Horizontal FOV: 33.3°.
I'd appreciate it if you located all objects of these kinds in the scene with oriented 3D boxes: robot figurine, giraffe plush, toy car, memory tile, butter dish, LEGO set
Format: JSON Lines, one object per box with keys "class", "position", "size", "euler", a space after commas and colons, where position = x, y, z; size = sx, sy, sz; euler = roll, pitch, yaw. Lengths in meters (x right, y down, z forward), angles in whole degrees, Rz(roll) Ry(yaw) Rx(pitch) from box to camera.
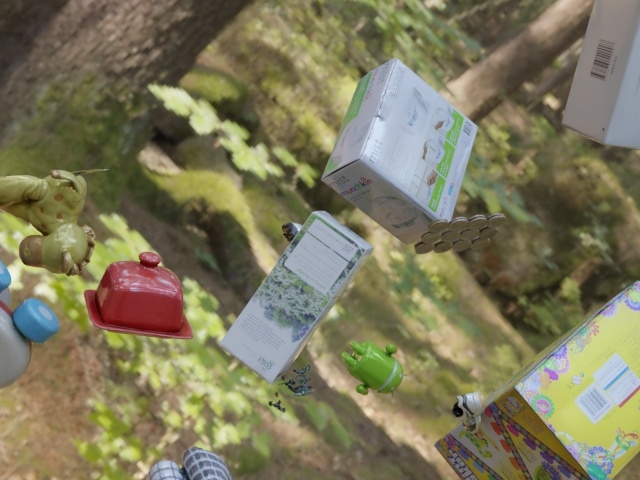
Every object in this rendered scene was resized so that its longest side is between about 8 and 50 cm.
{"class": "robot figurine", "position": [0.092, 0.216, 1.822], "size": [0.115, 0.101, 0.067], "euler": [36, -2, -13]}
{"class": "giraffe plush", "position": [-0.438, -0.022, 1.760], "size": [0.181, 0.210, 0.170], "euler": [-3, 87, -67]}
{"class": "toy car", "position": [-0.559, 0.123, 1.770], "size": [0.210, 0.219, 0.238], "euler": [47, 8, -16]}
{"class": "memory tile", "position": [0.245, -0.012, 1.889], "size": [0.113, 0.148, 0.012], "euler": [114, -33, -55]}
{"class": "butter dish", "position": [-0.274, 0.075, 1.654], "size": [0.160, 0.118, 0.160], "euler": [9, 15, -21]}
{"class": "LEGO set", "position": [-0.038, 0.212, 1.515], "size": [0.054, 0.083, 0.023], "euler": [40, -22, 42]}

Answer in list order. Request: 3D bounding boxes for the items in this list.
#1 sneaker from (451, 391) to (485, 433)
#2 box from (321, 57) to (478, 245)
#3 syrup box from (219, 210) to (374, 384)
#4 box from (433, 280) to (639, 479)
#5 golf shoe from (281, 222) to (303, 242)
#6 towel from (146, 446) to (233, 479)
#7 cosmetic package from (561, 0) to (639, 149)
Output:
{"class": "sneaker", "position": [0.178, 0.209, 1.309], "size": [0.083, 0.037, 0.031], "euler": [87, -3, -51]}
{"class": "box", "position": [0.155, -0.168, 2.024], "size": [0.231, 0.127, 0.261], "euler": [35, 55, -23]}
{"class": "syrup box", "position": [-0.033, 0.080, 1.517], "size": [0.093, 0.236, 0.096], "euler": [36, 7, 7]}
{"class": "box", "position": [0.367, 0.248, 1.575], "size": [0.177, 0.290, 0.279], "euler": [51, -30, 9]}
{"class": "golf shoe", "position": [0.000, 0.000, 1.969], "size": [0.077, 0.094, 0.198], "euler": [53, 6, 33]}
{"class": "towel", "position": [-0.125, 0.444, 1.419], "size": [0.235, 0.121, 0.283], "euler": [-125, -163, -51]}
{"class": "cosmetic package", "position": [0.512, -0.249, 1.596], "size": [0.225, 0.224, 0.138], "euler": [7, 17, -19]}
